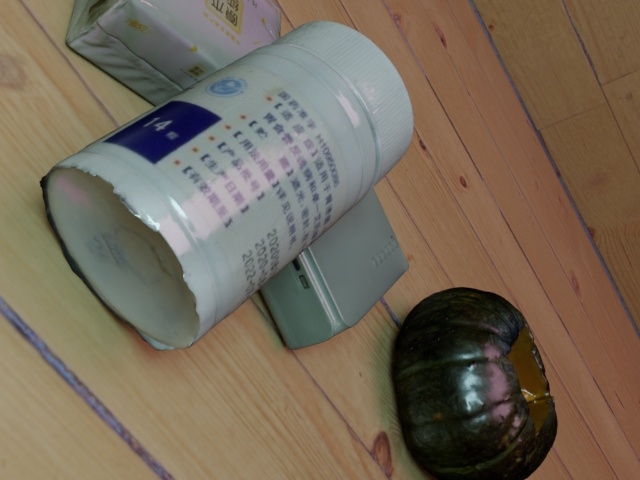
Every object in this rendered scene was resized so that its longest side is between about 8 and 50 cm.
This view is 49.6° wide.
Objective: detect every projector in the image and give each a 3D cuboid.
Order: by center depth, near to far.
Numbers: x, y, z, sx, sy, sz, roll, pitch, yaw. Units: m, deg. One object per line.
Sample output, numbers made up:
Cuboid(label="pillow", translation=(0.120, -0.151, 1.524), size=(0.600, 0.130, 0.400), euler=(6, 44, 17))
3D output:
Cuboid(label="projector", translation=(0.000, 0.000, 0.917), size=(0.250, 0.108, 0.198), euler=(-37, 103, -57))

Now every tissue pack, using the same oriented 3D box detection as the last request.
Cuboid(label="tissue pack", translation=(-0.156, -0.252, 0.806), size=(0.225, 0.124, 0.185), euler=(32, 49, -44))

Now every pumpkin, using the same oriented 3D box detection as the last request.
Cuboid(label="pumpkin", translation=(0.238, 0.226, 1.067), size=(0.320, 0.192, 0.320), euler=(32, 48, -43))

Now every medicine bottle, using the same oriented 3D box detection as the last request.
Cuboid(label="medicine bottle", translation=(-0.069, -0.068, 0.667), size=(0.332, 0.190, 0.190), euler=(-41, 108, -36))
